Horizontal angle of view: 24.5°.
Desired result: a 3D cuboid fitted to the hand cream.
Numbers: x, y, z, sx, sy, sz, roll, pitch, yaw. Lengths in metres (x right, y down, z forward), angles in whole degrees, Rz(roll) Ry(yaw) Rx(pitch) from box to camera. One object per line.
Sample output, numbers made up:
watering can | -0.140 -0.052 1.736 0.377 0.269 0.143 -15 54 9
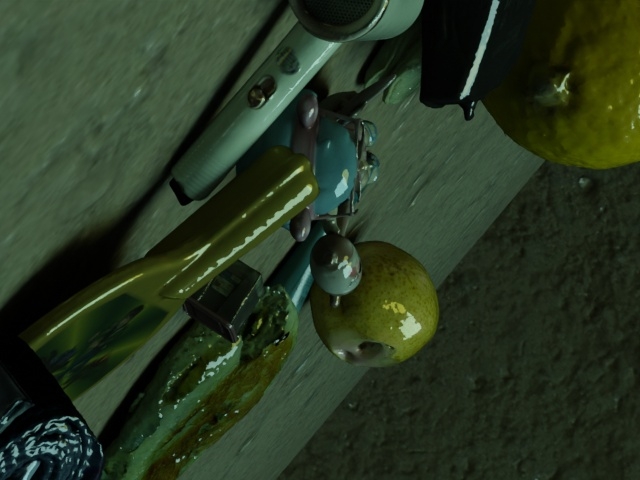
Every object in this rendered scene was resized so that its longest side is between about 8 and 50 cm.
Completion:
hand cream | 0.000 0.000 1.665 0.224 0.048 0.083 -57 171 -1

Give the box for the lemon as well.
lemon | 0.286 -0.208 1.514 0.293 0.293 0.293 -49 170 -12

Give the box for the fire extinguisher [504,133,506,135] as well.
fire extinguisher | 0.310 -0.266 1.918 0.294 0.118 0.093 -51 135 2

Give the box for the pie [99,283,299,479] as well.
pie | -0.134 0.172 1.581 0.302 0.067 0.302 -45 166 -14

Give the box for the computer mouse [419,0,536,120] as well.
computer mouse | 0.138 -0.224 1.258 0.147 0.088 0.264 -36 144 -53

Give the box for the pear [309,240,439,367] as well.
pear | 0.067 0.082 1.911 0.178 0.178 0.178 -49 170 -12

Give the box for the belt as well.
belt | -0.242 0.157 0.915 0.218 0.128 0.122 -49 141 0

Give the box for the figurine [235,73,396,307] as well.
figurine | -0.002 -0.048 1.227 0.260 0.103 0.205 -29 131 -75

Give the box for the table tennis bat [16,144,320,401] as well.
table tennis bat | -0.135 0.041 1.064 0.321 0.050 0.198 -38 168 -3

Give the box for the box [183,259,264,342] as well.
box | -0.089 0.051 1.383 0.063 0.060 0.085 -57 171 -13

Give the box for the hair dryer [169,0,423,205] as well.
hair dryer | -0.022 -0.113 1.051 0.236 0.073 0.131 -51 172 15

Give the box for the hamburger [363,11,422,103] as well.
hamburger | 0.081 -0.167 1.364 0.084 0.054 0.121 -46 176 -37
